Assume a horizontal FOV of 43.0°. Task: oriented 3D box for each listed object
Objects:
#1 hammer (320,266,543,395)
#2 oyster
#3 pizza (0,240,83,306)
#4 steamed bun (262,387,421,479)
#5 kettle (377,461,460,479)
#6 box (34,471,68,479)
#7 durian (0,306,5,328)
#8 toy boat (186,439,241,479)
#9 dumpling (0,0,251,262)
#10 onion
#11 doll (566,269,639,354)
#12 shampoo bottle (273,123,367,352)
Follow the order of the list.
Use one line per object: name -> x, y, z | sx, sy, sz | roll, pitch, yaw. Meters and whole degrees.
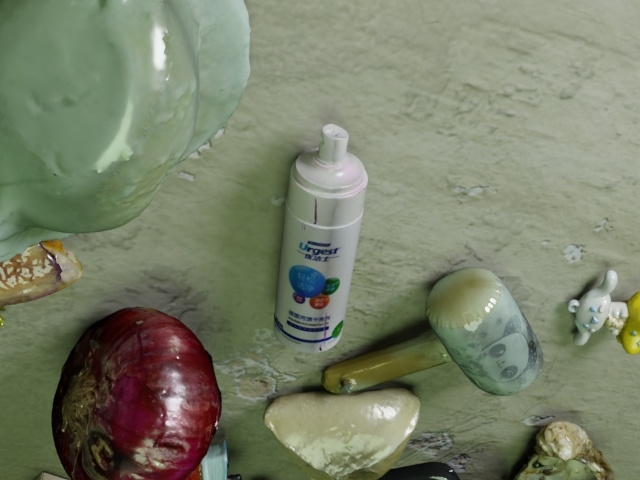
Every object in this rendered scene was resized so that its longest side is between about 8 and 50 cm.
hammer -> 0.132, 0.153, 1.104 | 0.305, 0.113, 0.202 | -21, 127, 22
oyster -> 0.388, 0.400, 1.357 | 0.166, 0.094, 0.294 | 23, 137, -2
pizza -> -0.415, -0.004, 0.896 | 0.305, 0.085, 0.161 | 14, 105, -9
steamed bun -> 0.038, 0.319, 1.219 | 0.231, 0.110, 0.212 | -5, 133, 0
kettle -> 0.171, 0.502, 1.307 | 0.308, 0.203, 0.262 | -13, 140, 20
box -> -0.401, 0.485, 1.320 | 0.212, 0.095, 0.168 | 29, 120, -27
durian -> -0.554, 0.128, 1.011 | 0.355, 0.157, 0.169 | -15, 95, 4
toy boat -> -0.138, 0.412, 1.253 | 0.133, 0.145, 0.332 | -8, 137, 0
dumpling -> -0.206, -0.114, 0.753 | 0.320, 0.212, 0.270 | -23, 133, 27
onion -> -0.228, 0.207, 1.013 | 0.246, 0.246, 0.190 | -39, 134, 25
doll -> 0.395, 0.093, 1.103 | 0.113, 0.071, 0.135 | -4, 127, 22
shampoo bottle -> 0.000, 0.000, 0.949 | 0.092, 0.092, 0.303 | 2, 131, -8
